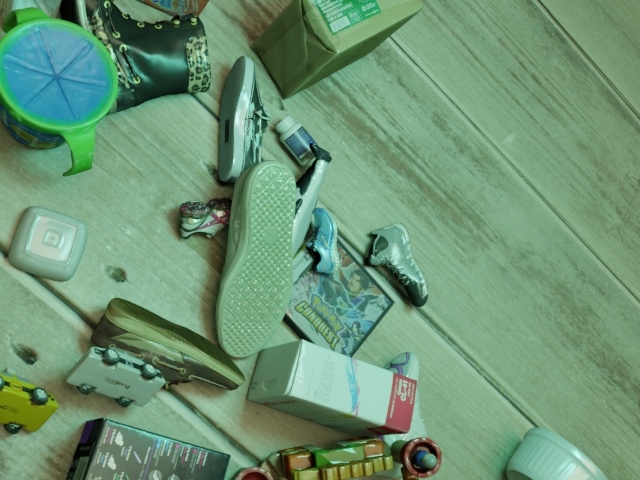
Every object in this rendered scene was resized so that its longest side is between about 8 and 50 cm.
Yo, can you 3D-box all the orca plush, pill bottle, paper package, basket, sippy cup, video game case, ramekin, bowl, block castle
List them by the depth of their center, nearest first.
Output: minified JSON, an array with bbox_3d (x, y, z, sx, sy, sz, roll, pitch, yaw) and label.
[{"bbox_3d":[-0.553,-0.295,1.586,0.240,0.224,0.305,17,69,-23],"label":"sippy cup"},{"bbox_3d":[-0.556,0.003,1.609,0.142,0.053,0.142,21,69,-24],"label":"bowl"},{"bbox_3d":[0.048,0.584,1.639,0.453,0.213,0.303,-6,81,-14],"label":"block castle"},{"bbox_3d":[-0.622,-0.535,1.649,0.113,0.167,0.103,-27,85,-32],"label":"basket"},{"bbox_3d":[-0.071,-0.098,1.870,0.102,0.151,0.287,16,90,15],"label":"orca plush"},{"bbox_3d":[0.022,0.139,1.900,0.275,0.035,0.248,48,60,-10],"label":"video game case"},{"bbox_3d":[0.043,-0.530,1.925,0.325,0.309,0.168,-34,94,-30],"label":"paper package"},{"bbox_3d":[-0.058,-0.249,1.937,0.120,0.067,0.067,51,60,-9],"label":"pill bottle"},{"bbox_3d":[0.592,0.614,1.967,0.127,0.273,0.273,-40,98,-18],"label":"ramekin"}]

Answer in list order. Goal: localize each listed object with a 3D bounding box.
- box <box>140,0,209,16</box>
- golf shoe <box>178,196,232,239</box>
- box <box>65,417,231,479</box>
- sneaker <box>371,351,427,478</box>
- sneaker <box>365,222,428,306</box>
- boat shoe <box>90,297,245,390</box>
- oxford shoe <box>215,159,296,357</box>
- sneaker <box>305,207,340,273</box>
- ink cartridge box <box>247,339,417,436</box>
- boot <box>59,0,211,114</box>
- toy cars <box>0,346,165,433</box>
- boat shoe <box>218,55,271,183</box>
[{"bbox_3d":[-0.319,-0.700,1.867,0.154,0.142,0.300,19,69,-23],"label":"box"},{"bbox_3d":[-0.244,-0.051,1.796,0.186,0.067,0.086,-10,117,-37],"label":"golf shoe"},{"bbox_3d":[-0.342,0.458,1.542,0.270,0.165,0.143,23,67,-22],"label":"box"},{"bbox_3d":[0.193,0.424,1.890,0.152,0.114,0.305,24,75,-29],"label":"sneaker"},{"bbox_3d":[0.179,0.072,1.985,0.132,0.086,0.228,-11,73,-26],"label":"sneaker"},{"bbox_3d":[-0.322,0.249,1.653,0.342,0.123,0.123,32,94,-27],"label":"boat shoe"},{"bbox_3d":[-0.149,0.040,1.760,0.169,0.130,0.449,6,96,-29],"label":"oxford shoe"},{"bbox_3d":[0.000,0.000,1.865,0.073,0.063,0.162,-3,80,-26],"label":"sneaker"},{"bbox_3d":[0.026,0.336,1.741,0.306,0.226,0.131,25,66,-22],"label":"ink cartridge box"},{"bbox_3d":[-0.418,-0.480,1.758,0.284,0.138,0.377,-14,88,-30],"label":"boot"},{"bbox_3d":[-0.505,0.274,1.517,0.394,0.176,0.087,-10,40,-20],"label":"toy cars"},{"bbox_3d":[-0.171,-0.282,1.860,0.105,0.113,0.306,9,76,-33],"label":"boat shoe"}]
